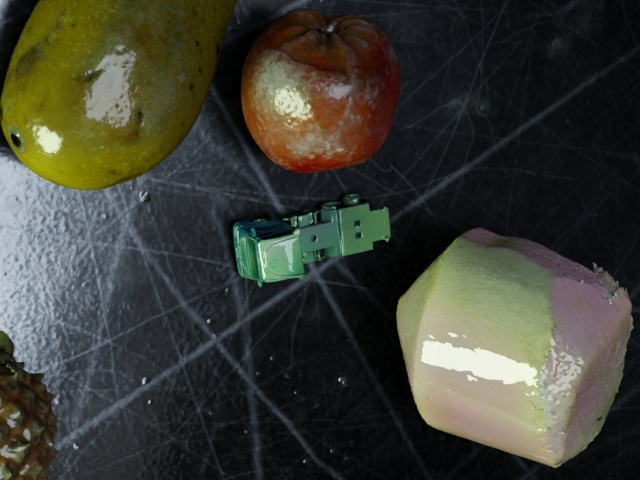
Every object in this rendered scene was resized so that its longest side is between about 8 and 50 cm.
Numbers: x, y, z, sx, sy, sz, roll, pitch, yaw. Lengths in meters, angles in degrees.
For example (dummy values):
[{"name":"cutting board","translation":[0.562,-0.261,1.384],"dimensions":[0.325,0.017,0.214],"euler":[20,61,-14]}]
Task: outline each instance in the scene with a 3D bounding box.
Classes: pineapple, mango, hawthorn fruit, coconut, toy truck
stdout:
[{"name":"pineapple","translation":[-0.332,0.179,1.544],"dimensions":[0.166,0.166,0.193],"euler":[16,81,-26]},{"name":"mango","translation":[-0.178,-0.198,1.540],"dimensions":[0.330,0.175,0.176],"euler":[-60,160,-4]},{"name":"hawthorn fruit","translation":[-0.001,-0.148,1.629],"dimensions":[0.172,0.173,0.173],"euler":[-5,101,-24]},{"name":"coconut","translation":[0.198,0.107,1.731],"dimensions":[0.233,0.245,0.233],"euler":[-40,142,-42]},{"name":"toy truck","translation":[0.000,0.000,1.699],"dimensions":[0.175,0.081,0.067],"euler":[-13,107,-22]}]
